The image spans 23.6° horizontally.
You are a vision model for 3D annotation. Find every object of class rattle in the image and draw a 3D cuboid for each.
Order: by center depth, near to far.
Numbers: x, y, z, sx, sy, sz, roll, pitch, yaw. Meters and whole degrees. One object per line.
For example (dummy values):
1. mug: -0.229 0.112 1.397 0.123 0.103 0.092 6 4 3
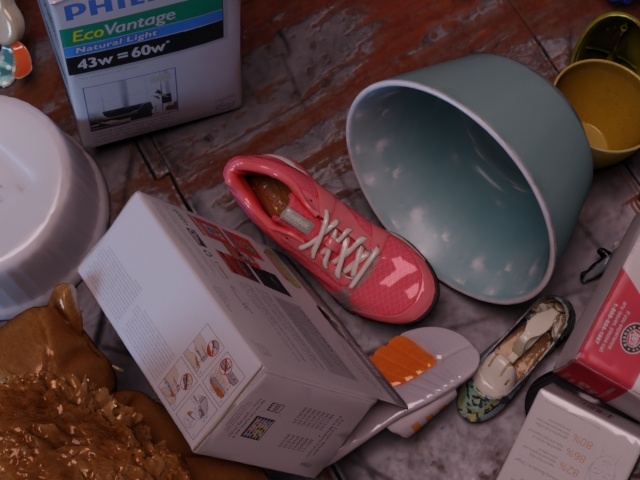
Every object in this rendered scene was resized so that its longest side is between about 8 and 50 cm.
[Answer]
1. rattle: -0.420 -0.315 2.084 0.199 0.143 0.130 49 115 5

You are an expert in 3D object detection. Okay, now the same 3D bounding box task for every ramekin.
1. ramekin: -0.417 -0.049 1.931 0.277 0.135 0.277 -3 70 7

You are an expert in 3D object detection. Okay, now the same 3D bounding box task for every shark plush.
1. shark plush: 0.388 0.013 1.829 0.161 0.073 0.067 -15 61 6

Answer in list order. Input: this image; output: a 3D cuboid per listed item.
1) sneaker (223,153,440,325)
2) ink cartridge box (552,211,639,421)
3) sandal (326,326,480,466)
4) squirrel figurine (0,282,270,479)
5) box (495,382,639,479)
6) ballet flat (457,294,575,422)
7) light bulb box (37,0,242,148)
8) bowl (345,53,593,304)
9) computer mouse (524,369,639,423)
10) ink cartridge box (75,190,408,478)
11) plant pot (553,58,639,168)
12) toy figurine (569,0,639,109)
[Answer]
1. sneaker: -0.001 0.000 1.845 0.314 0.136 0.116 36 96 20
2. ink cartridge box: 0.450 0.122 1.710 0.306 0.131 0.226 31 76 1
3. sandal: 0.068 0.198 1.807 0.265 0.076 0.102 -32 50 -9
4. squirrel figurine: -0.248 0.224 1.670 0.281 0.397 0.370 -36 79 0
5. box: 0.274 0.265 1.718 0.130 0.091 0.170 27 98 15
6. ballet flat: 0.228 0.134 1.814 0.070 0.070 0.188 38 80 18
7. light bulb box: -0.251 -0.365 1.885 0.225 0.361 0.358 -17 69 -10
8. bowl: 0.196 -0.096 1.803 0.311 0.311 0.163 39 60 18
9. computer mouse: 0.362 0.132 1.798 0.262 0.060 0.184 -10 70 4
10. ink cartridge box: -0.087 0.115 1.752 0.130 0.272 0.309 -51 50 15
11. plant pot: 0.333 -0.139 1.872 0.134 0.095 0.134 5 60 -8
12. toy figurine: 0.436 -0.354 1.931 0.191 0.217 0.362 14 116 -2
